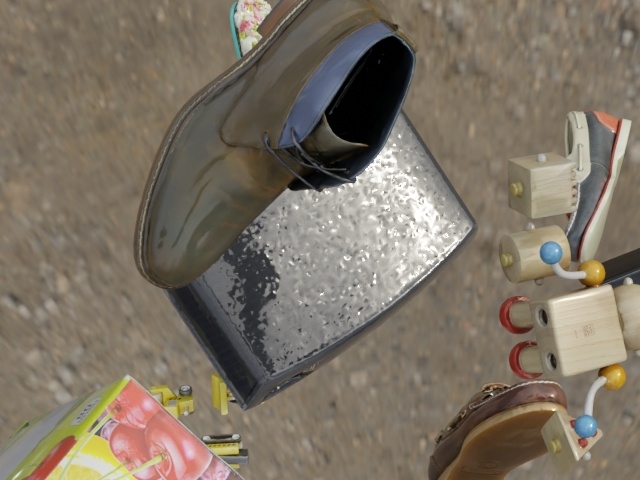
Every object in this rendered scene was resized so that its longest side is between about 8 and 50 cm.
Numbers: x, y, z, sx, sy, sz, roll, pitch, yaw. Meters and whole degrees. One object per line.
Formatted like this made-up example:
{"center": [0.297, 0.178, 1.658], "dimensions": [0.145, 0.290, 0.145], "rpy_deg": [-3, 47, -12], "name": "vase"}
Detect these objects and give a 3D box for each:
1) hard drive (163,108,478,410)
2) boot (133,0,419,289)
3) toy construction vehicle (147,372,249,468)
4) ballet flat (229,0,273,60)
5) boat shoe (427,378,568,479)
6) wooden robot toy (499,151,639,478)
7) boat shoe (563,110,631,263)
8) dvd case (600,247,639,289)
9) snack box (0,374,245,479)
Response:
{"center": [0.000, 0.000, 1.537], "dimensions": [0.254, 0.054, 0.172], "rpy_deg": [-35, 95, -25], "name": "hard drive"}
{"center": [-0.028, -0.055, 1.134], "dimensions": [0.082, 0.106, 0.219], "rpy_deg": [32, 92, -29], "name": "boot"}
{"center": [-0.091, 0.150, 1.572], "dimensions": [0.098, 0.035, 0.086], "rpy_deg": [-2, 117, -6], "name": "toy construction vehicle"}
{"center": [-0.019, -0.126, 1.853], "dimensions": [0.077, 0.241, 0.091], "rpy_deg": [-4, 28, 22], "name": "ballet flat"}
{"center": [0.140, 0.154, 1.593], "dimensions": [0.073, 0.207, 0.073], "rpy_deg": [12, 59, -19], "name": "boat shoe"}
{"center": [0.145, 0.036, 1.040], "dimensions": [0.079, 0.076, 0.173], "rpy_deg": [-12, 92, -20], "name": "wooden robot toy"}
{"center": [0.166, -0.036, 1.230], "dimensions": [0.043, 0.049, 0.137], "rpy_deg": [16, 44, 6], "name": "boat shoe"}
{"center": [0.294, 0.077, 1.116], "dimensions": [0.239, 0.179, 0.030], "rpy_deg": [49, 40, -21], "name": "dvd case"}
{"center": [-0.117, 0.144, 0.574], "dimensions": [0.070, 0.174, 0.207], "rpy_deg": [43, 72, -7], "name": "snack box"}
